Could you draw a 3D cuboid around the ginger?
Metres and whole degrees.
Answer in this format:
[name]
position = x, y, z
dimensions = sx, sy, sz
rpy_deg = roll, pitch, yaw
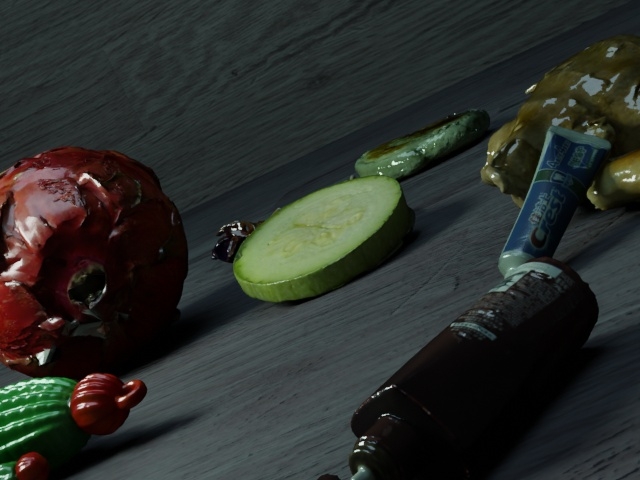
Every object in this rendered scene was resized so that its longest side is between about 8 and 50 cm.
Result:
[ginger]
position = 0.245, -0.097, 1.151
dimensions = 0.218, 0.123, 0.270
rpy_deg = -19, 22, 41

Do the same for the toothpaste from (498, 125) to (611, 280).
[toothpaste]
position = 0.183, -0.026, 1.000
dimensions = 0.057, 0.035, 0.197
rpy_deg = 17, 50, 17

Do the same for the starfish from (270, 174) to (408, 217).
[starfish]
position = 0.015, -0.024, 1.614
dimensions = 0.238, 0.071, 0.216
rpy_deg = -3, 17, 41

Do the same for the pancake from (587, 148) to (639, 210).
[pancake]
position = 0.370, -0.110, 1.040
dimensions = 0.266, 0.057, 0.244
rpy_deg = -21, 9, 40

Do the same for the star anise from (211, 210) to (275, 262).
[star anise]
position = -0.091, -0.005, 1.855
dimensions = 0.167, 0.057, 0.168
rpy_deg = -18, 15, 5

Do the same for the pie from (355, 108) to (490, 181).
[pie]
position = 0.162, -0.150, 1.988
dimensions = 0.240, 0.054, 0.240
rpy_deg = -24, 9, 4

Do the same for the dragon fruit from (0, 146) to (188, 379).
[dragon fruit]
position = -0.303, 0.025, 1.517
dimensions = 0.295, 0.296, 0.301
rpy_deg = -28, 11, -10

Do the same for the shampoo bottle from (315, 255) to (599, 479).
[shampoo bottle]
position = 0.076, 0.086, 0.686
dimensions = 0.236, 0.067, 0.068
rpy_deg = -35, -7, -40

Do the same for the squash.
[squash]
position = -0.002, -0.004, 1.414
dimensions = 0.219, 0.041, 0.219
rpy_deg = -20, 23, 9

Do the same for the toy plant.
[toy plant]
position = -0.269, 0.181, 1.118
dimensions = 0.240, 0.088, 0.154
rpy_deg = -6, 32, 46
